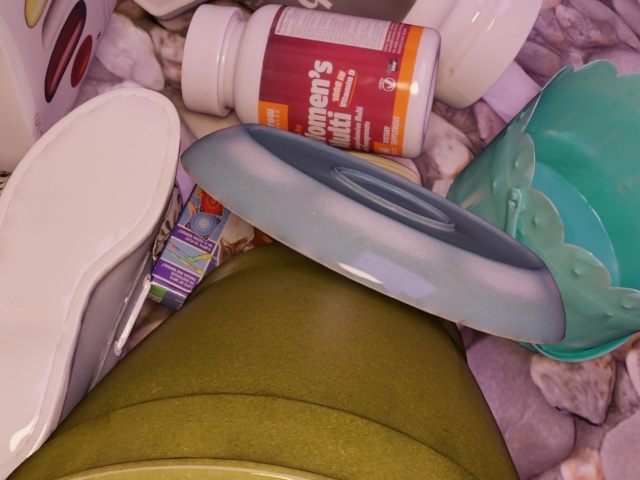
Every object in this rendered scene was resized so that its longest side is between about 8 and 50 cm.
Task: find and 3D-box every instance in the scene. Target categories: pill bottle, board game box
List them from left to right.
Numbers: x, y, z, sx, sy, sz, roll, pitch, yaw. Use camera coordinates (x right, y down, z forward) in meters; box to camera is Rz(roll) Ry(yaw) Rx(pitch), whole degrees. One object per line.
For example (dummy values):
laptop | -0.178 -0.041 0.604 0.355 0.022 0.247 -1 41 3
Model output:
board game box | -0.029 0.028 0.893 0.201 0.035 0.136 27 62 -7
pill bottle | -0.007 -0.150 0.982 0.221 0.121 0.121 10 57 7
pill bottle | 0.029 -0.293 1.063 0.363 0.210 0.210 28 55 -15

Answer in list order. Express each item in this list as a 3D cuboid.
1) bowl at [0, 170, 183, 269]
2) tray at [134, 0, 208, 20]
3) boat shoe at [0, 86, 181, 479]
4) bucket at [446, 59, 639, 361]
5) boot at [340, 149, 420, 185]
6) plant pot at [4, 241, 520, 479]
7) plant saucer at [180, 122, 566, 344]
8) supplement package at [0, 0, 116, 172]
bowl | -0.179 -0.037 0.895 0.170 0.080 0.170 13 61 -25
tray | -0.183 -0.277 0.917 0.270 0.145 0.030 35 52 -42
boat shoe | -0.185 0.033 0.795 0.116 0.099 0.319 15 67 9
bucket | 0.271 -0.021 1.081 0.281 0.183 0.281 13 60 -23
boot | 0.000 0.000 0.982 0.213 0.077 0.165 4 63 -22
plant pot | -0.021 0.177 0.697 0.366 0.366 0.353 34 27 -11
plant saucer | 0.048 -0.017 0.811 0.318 0.043 0.317 24 12 -5
supplement package | -0.267 -0.194 0.829 0.149 0.194 0.203 10 58 5
